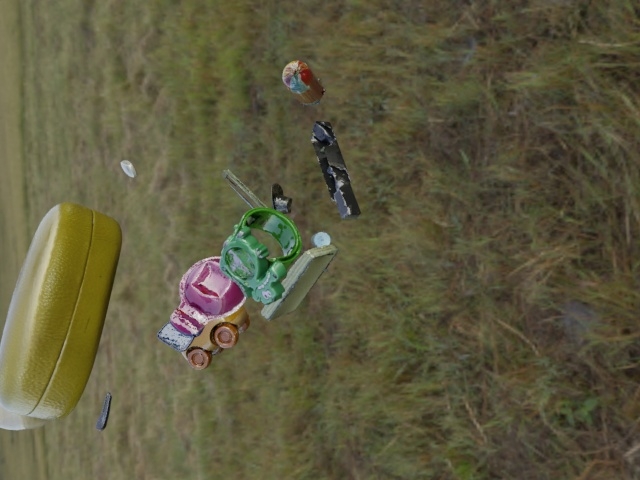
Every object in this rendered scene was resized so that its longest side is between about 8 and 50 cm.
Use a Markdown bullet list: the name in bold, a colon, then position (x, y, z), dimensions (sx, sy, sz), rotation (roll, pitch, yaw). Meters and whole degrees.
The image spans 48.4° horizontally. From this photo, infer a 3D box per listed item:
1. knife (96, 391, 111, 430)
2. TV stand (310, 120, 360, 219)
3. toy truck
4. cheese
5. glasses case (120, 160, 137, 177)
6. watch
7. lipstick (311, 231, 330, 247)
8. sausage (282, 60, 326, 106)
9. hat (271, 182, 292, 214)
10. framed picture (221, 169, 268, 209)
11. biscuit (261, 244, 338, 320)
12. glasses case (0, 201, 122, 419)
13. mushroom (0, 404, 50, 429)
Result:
- **knife**: position (-0.674, 0.535, 2.226), dimensions (0.018, 0.031, 0.121), rotation (46, -138, -48)
- **TV stand**: position (0.029, -0.141, 1.450), dimensions (0.042, 0.036, 0.249), rotation (120, 142, -45)
- **toy truck**: position (-0.374, 0.285, 2.435), dimensions (0.212, 0.288, 0.204), rotation (51, -163, -3)
- **cheese**: position (-0.245, 0.127, 1.509), dimensions (0.244, 0.155, 0.062), rotation (-55, -22, -24)
- **glasses case**: position (-0.442, -0.165, 1.640), dimensions (0.083, 0.021, 0.032), rotation (24, 139, 58)
- **watch**: position (-0.105, 0.027, 1.390), dimensions (0.165, 0.152, 0.131), rotation (42, 134, 6)
- **lipstick**: position (0.000, 0.000, 2.051), dimensions (0.158, 0.048, 0.048), rotation (177, 91, -86)
- **sausage**: position (-0.041, -0.369, 1.662), dimensions (0.264, 0.083, 0.083), rotation (-16, -76, -83)
- **hat**: position (-0.100, -0.092, 1.835), dimensions (0.121, 0.050, 0.121), rotation (8, -90, -82)
- **framed picture**: position (-0.202, -0.121, 2.043), dimensions (0.216, 0.016, 0.273), rotation (45, 174, -9)
- **biscuit**: position (-0.046, 0.091, 1.581), dimensions (0.040, 0.121, 0.199), rotation (46, 117, 19)
- **glasses case**: position (-0.435, 0.100, 1.177), dimensions (0.173, 0.141, 0.371), rotation (-34, 43, 44)
- **mushroom**: position (-0.621, 0.340, 1.490), dimensions (0.154, 0.154, 0.123), rotation (-118, 38, -54)
